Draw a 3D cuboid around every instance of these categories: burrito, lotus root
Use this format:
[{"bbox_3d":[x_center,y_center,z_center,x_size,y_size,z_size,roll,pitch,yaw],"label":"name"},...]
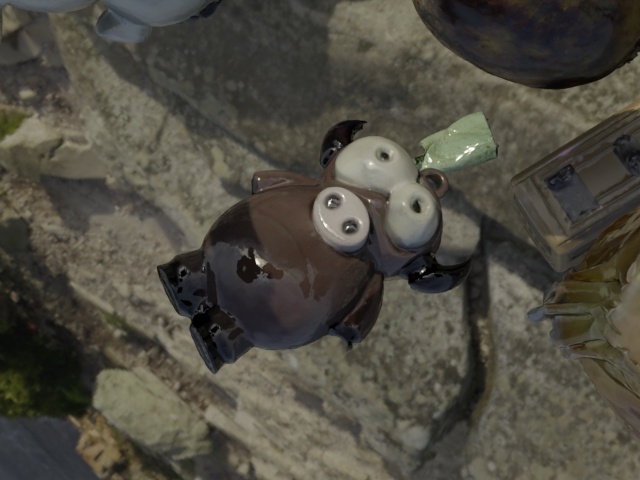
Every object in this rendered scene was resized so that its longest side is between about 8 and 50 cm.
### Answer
[{"bbox_3d":[0.177,-0.124,1.105,0.118,0.074,0.044,-21,144,5],"label":"burrito"},{"bbox_3d":[0.186,-0.224,0.752,0.314,0.141,0.169,15,155,-24],"label":"lotus root"}]

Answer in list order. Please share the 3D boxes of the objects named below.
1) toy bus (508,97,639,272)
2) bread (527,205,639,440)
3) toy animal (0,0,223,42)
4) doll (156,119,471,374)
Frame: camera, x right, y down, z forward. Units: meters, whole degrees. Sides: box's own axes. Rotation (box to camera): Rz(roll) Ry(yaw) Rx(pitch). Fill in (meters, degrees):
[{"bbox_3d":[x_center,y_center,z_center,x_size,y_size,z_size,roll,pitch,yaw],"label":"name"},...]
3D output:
[{"bbox_3d":[0.381,-0.090,1.017,0.289,0.157,0.139,-31,74,9],"label":"toy bus"},{"bbox_3d":[0.233,0.078,0.405,0.241,0.136,0.107,46,176,3],"label":"bread"},{"bbox_3d":[-0.099,-0.118,0.328,0.085,0.124,0.071,-41,73,37],"label":"toy animal"},{"bbox_3d":[-0.001,0.001,0.684,0.182,0.257,0.117,58,169,16],"label":"doll"}]
